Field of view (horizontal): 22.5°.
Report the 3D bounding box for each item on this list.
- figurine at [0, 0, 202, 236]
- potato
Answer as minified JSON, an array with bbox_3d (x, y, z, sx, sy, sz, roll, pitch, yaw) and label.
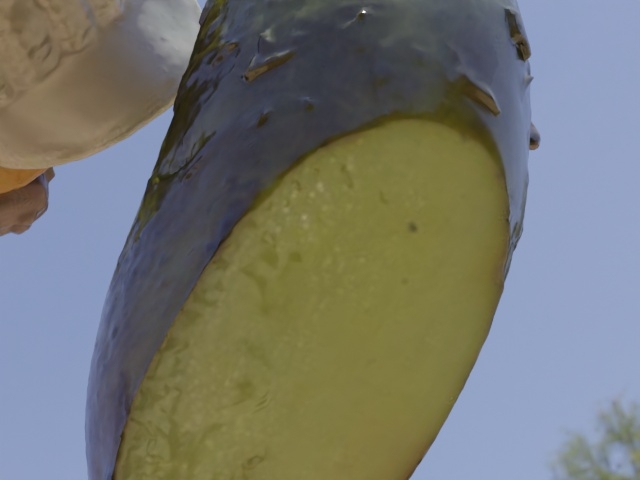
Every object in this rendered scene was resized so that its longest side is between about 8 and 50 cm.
[{"bbox_3d":[-0.201,-0.115,0.917,0.204,0.185,0.332,29,-22,-19],"label":"figurine"},{"bbox_3d":[0.000,0.000,0.624,0.141,0.298,0.176,21,-22,-14],"label":"potato"}]
